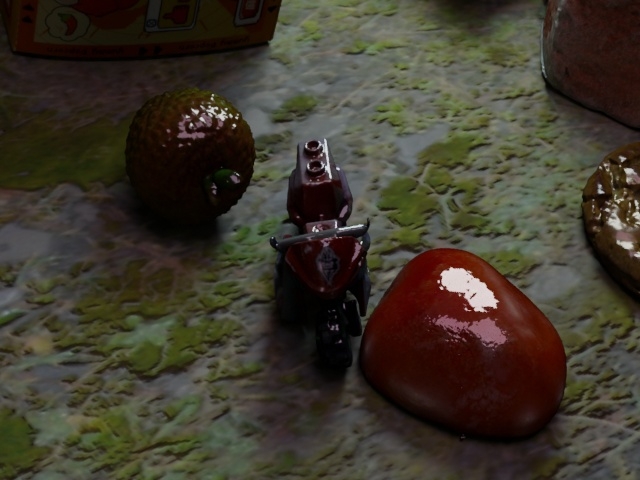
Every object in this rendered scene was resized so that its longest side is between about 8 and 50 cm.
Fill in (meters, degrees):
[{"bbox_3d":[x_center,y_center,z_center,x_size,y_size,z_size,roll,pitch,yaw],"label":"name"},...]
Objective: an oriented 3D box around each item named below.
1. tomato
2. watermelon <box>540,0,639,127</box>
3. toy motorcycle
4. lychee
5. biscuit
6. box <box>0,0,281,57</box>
[{"bbox_3d":[0.128,0.072,1.610,0.174,0.082,0.166,25,45,12],"label":"tomato"},{"bbox_3d":[0.299,-0.227,1.881,0.213,0.262,0.201,27,74,7],"label":"watermelon"},{"bbox_3d":[-0.001,0.000,1.621,0.082,0.122,0.213,-6,46,-1],"label":"toy motorcycle"},{"bbox_3d":[-0.110,-0.072,1.664,0.114,0.114,0.146,-12,37,-25],"label":"lychee"},{"bbox_3d":[0.342,-0.012,1.778,0.226,0.042,0.226,7,45,-7],"label":"biscuit"},{"bbox_3d":[-0.161,-0.339,1.786,0.259,0.283,0.214,-4,49,-18],"label":"box"}]
